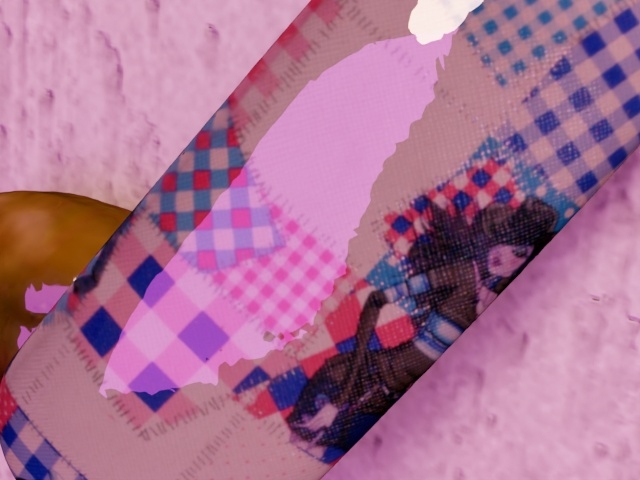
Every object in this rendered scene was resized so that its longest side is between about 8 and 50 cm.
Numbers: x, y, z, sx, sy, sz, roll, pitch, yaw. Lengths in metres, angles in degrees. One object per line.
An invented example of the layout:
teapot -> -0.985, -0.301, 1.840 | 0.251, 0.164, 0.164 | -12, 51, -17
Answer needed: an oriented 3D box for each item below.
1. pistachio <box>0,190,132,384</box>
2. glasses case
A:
pistachio -> -0.110, 0.034, 0.662 | 0.189, 0.100, 0.110 | 26, 130, 27
glasses case -> 0.000, 0.000, 0.553 | 0.125, 0.076, 0.327 | 41, 106, -1
